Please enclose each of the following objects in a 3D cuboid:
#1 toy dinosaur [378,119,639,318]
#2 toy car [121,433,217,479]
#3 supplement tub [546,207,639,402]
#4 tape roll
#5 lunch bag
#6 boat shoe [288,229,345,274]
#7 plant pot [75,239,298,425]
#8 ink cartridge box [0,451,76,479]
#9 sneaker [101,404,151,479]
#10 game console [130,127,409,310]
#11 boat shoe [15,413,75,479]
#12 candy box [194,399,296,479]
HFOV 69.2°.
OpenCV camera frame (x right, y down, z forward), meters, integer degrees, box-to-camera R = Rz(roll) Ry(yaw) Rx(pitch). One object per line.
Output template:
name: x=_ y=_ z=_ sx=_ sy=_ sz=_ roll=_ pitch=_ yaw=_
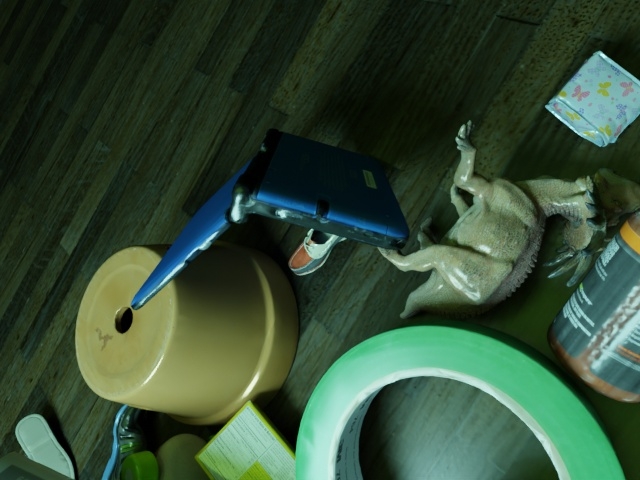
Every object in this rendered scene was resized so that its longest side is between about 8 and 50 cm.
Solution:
toy dinosaur: x=0.198 y=0.010 z=0.518 sx=0.200 sy=0.127 sz=0.296 roll=43 pitch=106 yaw=26
toy car: x=-0.222 y=0.379 z=0.662 sx=0.188 sy=0.155 sz=0.149 roll=-42 pitch=58 yaw=30
supplement tub: x=0.297 y=0.042 z=0.408 sx=0.106 sy=0.106 sz=0.198 roll=42 pitch=129 yaw=33
tape roll: x=0.130 y=0.247 z=0.480 sx=0.321 sy=0.077 sz=0.321 roll=-2 pitch=85 yaw=26
lunch bag: x=0.316 y=-0.157 z=0.528 sx=0.083 sy=0.053 sz=0.071 roll=40 pitch=99 yaw=7
boat shoe: x=0.000 y=0.000 z=0.685 sx=0.137 sy=0.043 sz=0.049 roll=-40 pitch=61 yaw=18
plant pot: x=-0.205 y=0.126 z=0.681 sx=0.290 sy=0.203 sz=0.291 roll=-9 pitch=72 yaw=29
ink cartridge box: x=-0.266 y=0.470 z=0.546 sx=0.308 sy=0.091 sz=0.385 roll=15 pitch=111 yaw=13
sneaker: x=-0.306 y=0.345 z=0.773 sx=0.078 sy=0.067 sz=0.188 roll=6 pitch=77 yaw=11
game console: x=-0.053 y=-0.023 z=0.577 sx=0.250 sy=0.293 sz=0.173 roll=15 pitch=114 yaw=-6
boat shoe: x=-0.519 y=0.431 z=0.887 sx=0.206 sy=0.075 sz=0.065 roll=48 pitch=146 yaw=27
candy box: x=-0.062 y=0.322 z=0.601 sx=0.105 sy=0.027 sz=0.206 roll=-43 pitch=70 yaw=-8
